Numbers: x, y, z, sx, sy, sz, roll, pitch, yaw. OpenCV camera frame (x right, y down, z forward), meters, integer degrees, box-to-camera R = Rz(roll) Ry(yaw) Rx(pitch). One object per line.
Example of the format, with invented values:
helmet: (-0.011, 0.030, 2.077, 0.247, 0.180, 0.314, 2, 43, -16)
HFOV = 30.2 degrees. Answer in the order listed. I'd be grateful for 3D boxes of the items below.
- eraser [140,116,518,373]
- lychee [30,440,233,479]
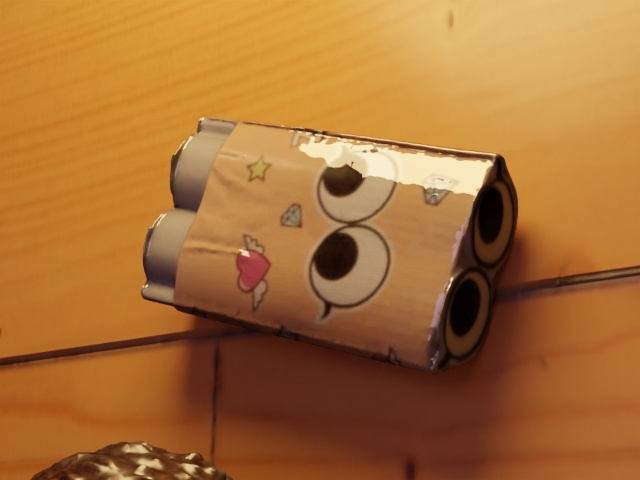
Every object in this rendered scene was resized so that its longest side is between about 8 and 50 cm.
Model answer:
eraser: (0.000, 0.000, 0.950, 0.291, 0.087, 0.171, 11, 77, 35)
lychee: (-0.152, 0.287, 0.832, 0.300, 0.300, 0.299, -12, 66, 29)
